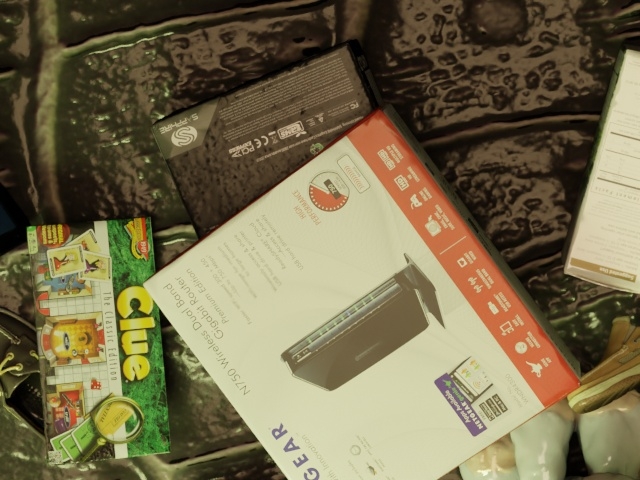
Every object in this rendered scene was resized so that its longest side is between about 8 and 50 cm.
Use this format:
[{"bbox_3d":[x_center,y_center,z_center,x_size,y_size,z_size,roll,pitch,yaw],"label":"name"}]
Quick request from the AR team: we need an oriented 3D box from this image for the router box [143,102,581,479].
[{"bbox_3d":[0.044,0.085,1.589,0.301,0.082,0.335,-36,94,13],"label":"router box"}]

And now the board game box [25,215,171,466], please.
[{"bbox_3d":[-0.239,0.107,1.714,0.136,0.030,0.259,-6,90,-14],"label":"board game box"}]

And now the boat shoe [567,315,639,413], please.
[{"bbox_3d":[0.319,0.112,1.630,0.190,0.068,0.072,-24,76,-27],"label":"boat shoe"}]

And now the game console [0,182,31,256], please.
[{"bbox_3d":[-0.365,-0.123,1.599,0.173,0.293,0.250,23,102,2],"label":"game console"}]

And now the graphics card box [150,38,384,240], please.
[{"bbox_3d":[0.000,0.000,1.669,0.233,0.094,0.371,-22,98,12],"label":"graphics card box"}]

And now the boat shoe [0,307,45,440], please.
[{"bbox_3d":[-0.323,0.154,1.757,0.228,0.068,0.081,40,103,0],"label":"boat shoe"}]

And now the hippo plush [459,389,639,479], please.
[{"bbox_3d":[0.241,0.293,1.613,0.234,0.236,0.294,35,103,1],"label":"hippo plush"}]

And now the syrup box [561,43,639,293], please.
[{"bbox_3d":[0.320,-0.073,1.608,0.096,0.093,0.237,14,102,5],"label":"syrup box"}]
